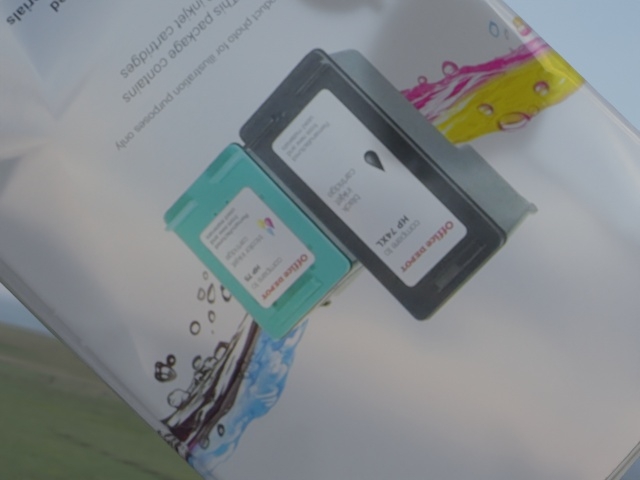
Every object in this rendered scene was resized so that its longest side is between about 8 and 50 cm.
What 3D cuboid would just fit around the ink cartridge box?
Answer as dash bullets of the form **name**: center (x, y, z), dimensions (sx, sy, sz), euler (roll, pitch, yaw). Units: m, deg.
- **ink cartridge box**: center (0.000, 0.000, 0.539), dimensions (0.270, 0.197, 0.198), euler (45, -7, 2)
